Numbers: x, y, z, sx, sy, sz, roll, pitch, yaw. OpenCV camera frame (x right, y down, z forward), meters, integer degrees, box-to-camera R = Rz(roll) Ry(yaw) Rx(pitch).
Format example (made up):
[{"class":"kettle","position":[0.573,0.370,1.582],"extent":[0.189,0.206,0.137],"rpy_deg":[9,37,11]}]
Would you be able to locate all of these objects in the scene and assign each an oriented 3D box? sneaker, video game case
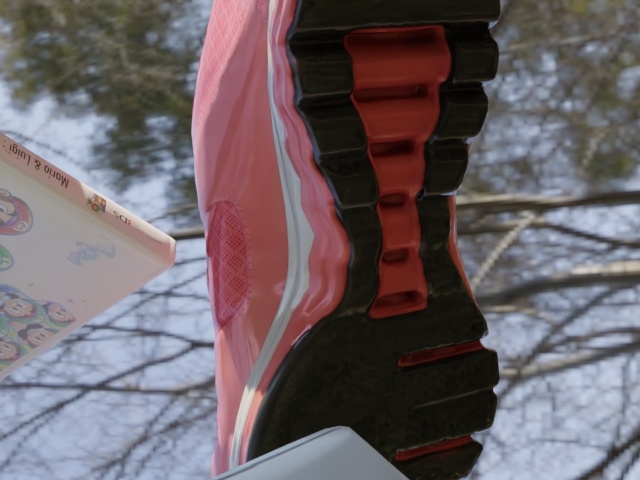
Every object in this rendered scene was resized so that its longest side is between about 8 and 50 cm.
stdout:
[{"class":"sneaker","position":[0.001,0.000,0.681],"extent":[0.115,0.136,0.314],"rpy_deg":[-3,-71,-27]},{"class":"video game case","position":[-0.166,0.007,0.685],"extent":[0.143,0.157,0.019],"rpy_deg":[34,-139,-32]}]

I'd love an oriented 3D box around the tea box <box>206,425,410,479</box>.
[{"class":"tea box","position":[-0.025,0.245,0.218],"extent":[0.323,0.329,0.220],"rpy_deg":[-17,-49,-38]}]
